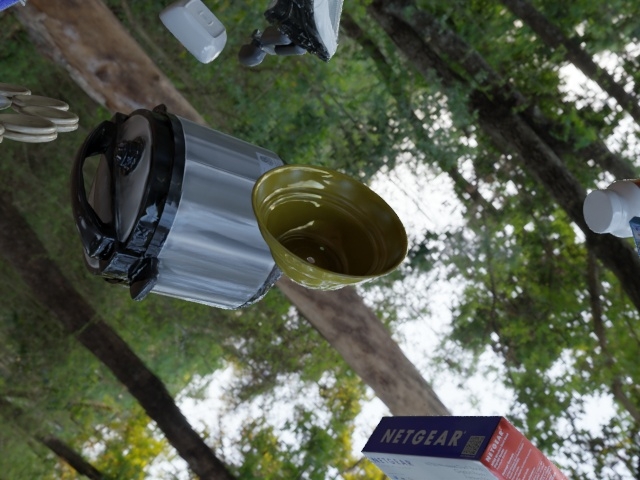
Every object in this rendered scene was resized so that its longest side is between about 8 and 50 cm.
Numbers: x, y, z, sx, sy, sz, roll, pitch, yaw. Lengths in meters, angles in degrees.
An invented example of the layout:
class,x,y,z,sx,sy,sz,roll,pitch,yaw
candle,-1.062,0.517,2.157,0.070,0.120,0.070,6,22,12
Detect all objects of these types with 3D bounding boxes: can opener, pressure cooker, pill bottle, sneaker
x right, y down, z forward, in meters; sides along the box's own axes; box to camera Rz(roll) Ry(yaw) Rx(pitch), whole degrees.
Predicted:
class,x,y,z,sx,sy,sz,roll,pitch,yaw
can opener,-0.101,-0.422,1.542,0.093,0.074,0.280,-62,-155,-3
pressure cooker,-0.298,-0.072,1.436,0.370,0.420,0.375,23,-85,55
pill bottle,0.672,-0.071,1.483,0.216,0.121,0.121,-6,-178,-18
sneaker,-0.005,-0.295,0.815,0.108,0.100,0.271,-55,174,-7

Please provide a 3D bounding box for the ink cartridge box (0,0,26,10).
class,x,y,z,sx,sy,sz,roll,pitch,yaw
ink cartridge box,-0.404,-0.375,0.829,0.065,0.165,0.332,-30,-146,5

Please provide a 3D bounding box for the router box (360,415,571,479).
class,x,y,z,sx,sy,sz,roll,pitch,yaw
router box,0.270,0.413,1.162,0.082,0.301,0.335,-52,-168,-27

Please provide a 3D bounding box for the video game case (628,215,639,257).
class,x,y,z,sx,sy,sz,roll,pitch,yaw
video game case,0.483,0.045,0.936,0.015,0.166,0.119,-42,-147,-14

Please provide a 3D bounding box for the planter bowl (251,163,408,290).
class,x,y,z,sx,sy,sz,roll,pitch,yaw
planter bowl,0.000,0.000,0.936,0.090,0.217,0.217,-63,178,38

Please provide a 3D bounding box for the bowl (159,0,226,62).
class,x,y,z,sx,sy,sz,roll,pitch,yaw
bowl,-0.257,-0.451,1.483,0.053,0.142,0.142,-35,-163,26

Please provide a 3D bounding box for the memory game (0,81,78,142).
class,x,y,z,sx,sy,sz,roll,pitch,yaw
memory game,-0.244,-0.087,0.429,0.186,0.186,0.012,-90,-167,-72
